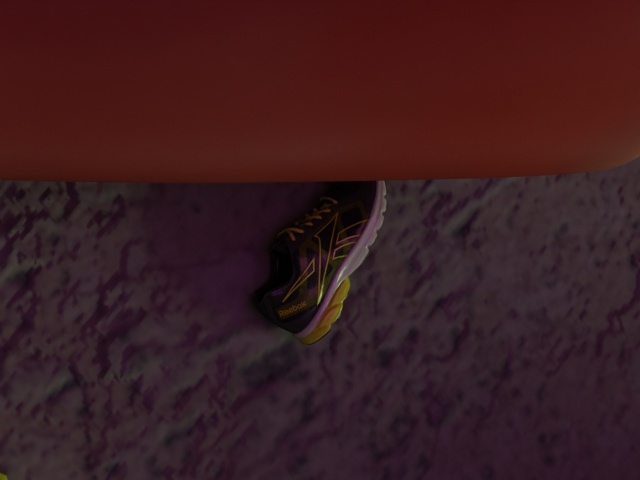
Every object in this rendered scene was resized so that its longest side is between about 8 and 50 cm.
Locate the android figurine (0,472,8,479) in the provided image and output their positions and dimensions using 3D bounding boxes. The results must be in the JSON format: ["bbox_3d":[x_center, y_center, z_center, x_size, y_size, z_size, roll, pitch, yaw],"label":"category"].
[{"bbox_3d":[-0.172,0.180,0.659,0.248,0.056,0.273,1,90,-28],"label":"android figurine"}]

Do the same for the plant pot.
[{"bbox_3d":[-0.033,-0.138,0.636,0.243,0.275,0.275,-12,94,-14],"label":"plant pot"}]

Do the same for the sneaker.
[{"bbox_3d":[0.000,0.000,0.767,0.035,0.031,0.083,26,77,-25],"label":"sneaker"}]
